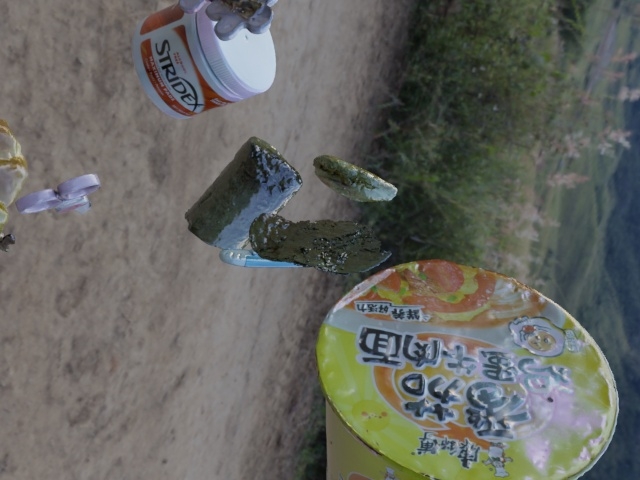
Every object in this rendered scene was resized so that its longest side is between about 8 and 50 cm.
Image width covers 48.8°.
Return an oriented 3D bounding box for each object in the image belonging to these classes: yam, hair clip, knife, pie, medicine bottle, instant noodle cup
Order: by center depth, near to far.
[{"bbox_3d":[0.116,0.178,0.663,0.264,0.264,0.200,-49,154,-47],"label":"instant noodle cup"},{"bbox_3d":[-0.177,-0.451,1.284,0.146,0.257,0.075,-49,142,0],"label":"hair clip"},{"bbox_3d":[-0.094,0.031,1.349,0.221,0.064,0.031,2,110,-41],"label":"knife"},{"bbox_3d":[-0.267,-0.429,1.627,0.252,0.240,0.253,33,50,-52],"label":"medicine bottle"},{"bbox_3d":[-0.194,-0.114,1.841,0.300,0.195,0.195,-46,168,15],"label":"yam"},{"bbox_3d":[0.082,-0.163,1.931,0.201,0.248,0.090,24,91,-45],"label":"pie"}]

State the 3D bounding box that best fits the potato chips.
[{"bbox_3d":[0.000,0.000,1.023,0.142,0.209,0.026,-41,143,-40],"label":"potato chips"}]

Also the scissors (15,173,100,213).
[{"bbox_3d":[-0.389,-0.063,1.090,0.242,0.118,0.031,171,-103,-79],"label":"scissors"}]

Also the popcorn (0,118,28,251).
[{"bbox_3d":[-0.774,-0.100,1.482,0.349,0.348,0.382,-60,144,-26],"label":"popcorn"}]
